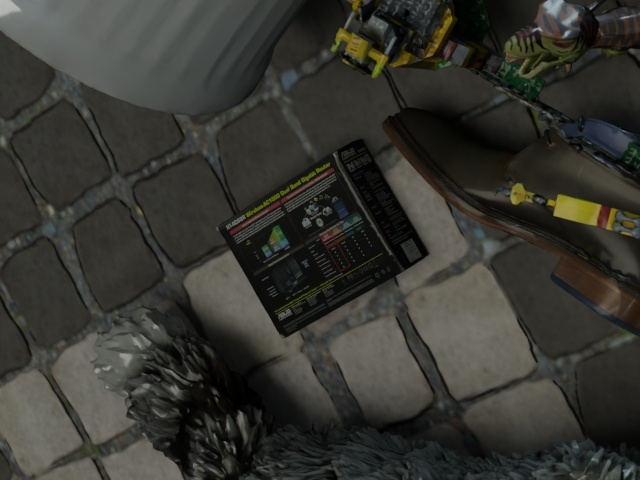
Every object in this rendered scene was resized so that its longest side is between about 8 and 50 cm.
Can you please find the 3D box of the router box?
[{"bbox_3d":[0.000,0.000,1.280,0.122,0.038,0.092,-30,90,37],"label":"router box"}]

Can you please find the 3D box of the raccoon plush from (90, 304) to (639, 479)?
[{"bbox_3d":[0.042,0.139,1.213,0.446,0.216,0.299,45,118,13],"label":"raccoon plush"}]

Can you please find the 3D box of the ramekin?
[{"bbox_3d":[-0.111,-0.221,1.132,0.277,0.277,0.135,48,119,10],"label":"ramekin"}]

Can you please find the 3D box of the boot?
[{"bbox_3d":[0.144,-0.044,1.161,0.219,0.082,0.106,38,102,22],"label":"boot"}]

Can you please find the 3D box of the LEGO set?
[{"bbox_3d":[0.148,-0.133,1.003,0.331,0.192,0.255,42,109,18],"label":"LEGO set"}]
